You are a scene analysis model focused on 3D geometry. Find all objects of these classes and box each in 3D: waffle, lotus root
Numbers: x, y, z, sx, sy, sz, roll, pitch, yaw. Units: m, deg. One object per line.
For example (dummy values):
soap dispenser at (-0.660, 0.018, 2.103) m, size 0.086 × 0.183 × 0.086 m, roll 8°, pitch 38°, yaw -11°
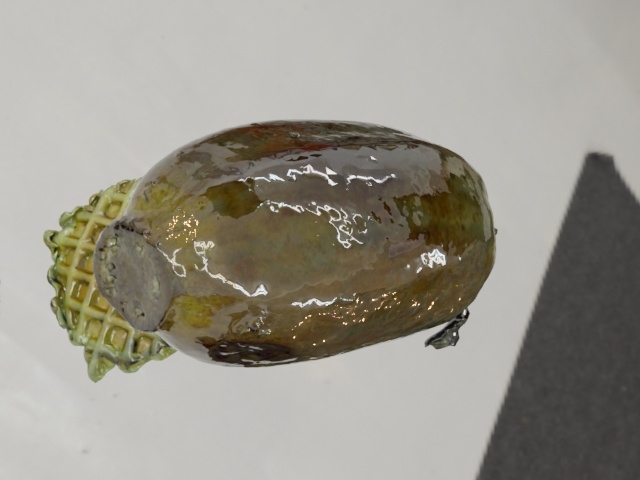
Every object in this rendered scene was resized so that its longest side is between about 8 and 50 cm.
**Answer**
waffle at (-0.200, 0.032, 1.271) m, size 0.054 × 0.214 × 0.208 m, roll 60°, pitch 6°, yaw -71°
lotus root at (0.000, 0.000, 0.614) m, size 0.241 × 0.123 × 0.124 m, roll -5°, pitch 44°, yaw -45°
